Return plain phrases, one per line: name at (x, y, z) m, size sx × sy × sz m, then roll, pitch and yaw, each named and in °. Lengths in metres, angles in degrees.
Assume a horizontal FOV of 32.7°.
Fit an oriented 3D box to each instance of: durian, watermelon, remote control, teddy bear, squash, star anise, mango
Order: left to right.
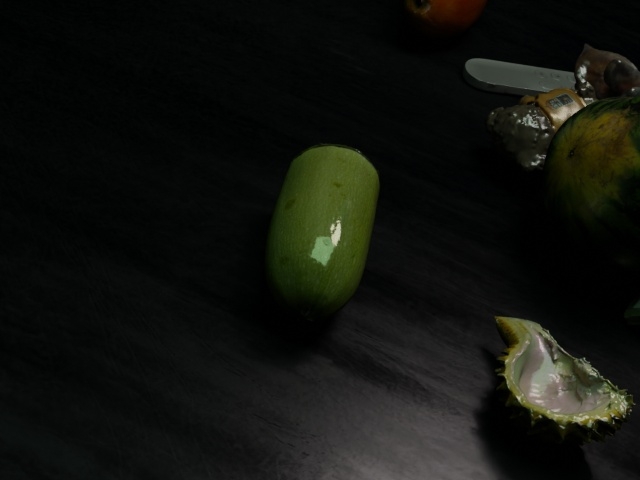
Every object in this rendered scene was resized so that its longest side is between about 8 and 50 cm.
squash at (0.000, 0.000, 1.346) m, size 0.132 × 0.133 × 0.247 m, roll 14°, pitch 40°, yaw -3°
mango at (0.233, -0.443, 1.907) m, size 0.129 × 0.146 × 0.289 m, roll 14°, pitch 39°, yaw 16°
remote control at (0.358, -0.268, 1.850) m, size 0.244 × 0.022 × 0.077 m, roll 7°, pitch 40°, yaw -12°
durian at (0.263, 0.172, 1.291) m, size 0.140 × 0.078 × 0.224 m, roll -15°, pitch 38°, yaw -15°
teddy bear at (0.346, -0.164, 1.652) m, size 0.190 × 0.140 × 0.177 m, roll -20°, pitch 55°, yaw -24°
watermelon at (0.431, -0.077, 1.478) m, size 0.268 × 0.269 × 0.269 m, roll 9°, pitch 41°, yaw -8°
star anise at (0.499, -0.183, 1.704) m, size 0.257 × 0.110 × 0.198 m, roll 49°, pitch 18°, yaw -17°

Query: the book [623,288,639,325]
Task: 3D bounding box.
book at (0.558, 0.039, 1.417) m, size 0.289 × 0.026 × 0.201 m, roll -10°, pitch 23°, yaw 46°
